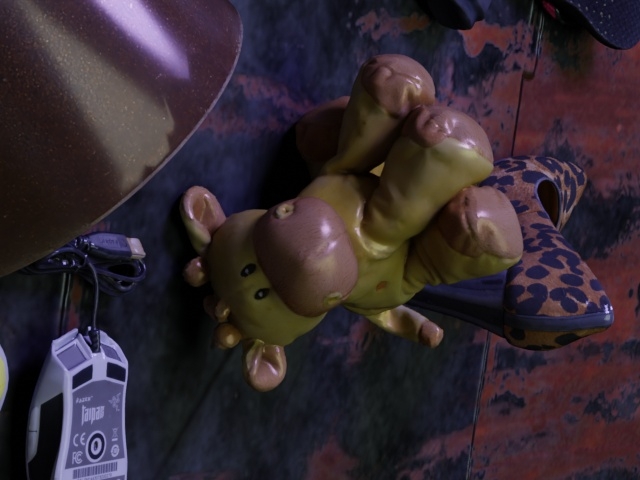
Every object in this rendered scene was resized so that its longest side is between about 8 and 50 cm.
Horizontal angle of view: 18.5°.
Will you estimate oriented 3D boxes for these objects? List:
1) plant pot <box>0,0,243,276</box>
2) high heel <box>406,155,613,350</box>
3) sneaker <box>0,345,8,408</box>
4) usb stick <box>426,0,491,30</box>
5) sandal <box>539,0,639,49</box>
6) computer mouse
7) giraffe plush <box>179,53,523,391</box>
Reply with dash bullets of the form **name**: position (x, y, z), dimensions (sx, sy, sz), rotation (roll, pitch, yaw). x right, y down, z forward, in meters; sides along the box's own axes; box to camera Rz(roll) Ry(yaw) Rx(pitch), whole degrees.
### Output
- **plant pot**: position (-0.188, -0.132, 0.935), dimensions (0.230, 0.215, 0.215), rotation (53, 57, -29)
- **high heel**: position (0.186, 0.008, 1.478), dimensions (0.261, 0.186, 0.093), rotation (-31, 125, -45)
- **sneaker**: position (-0.268, 0.180, 0.949), dimensions (0.384, 0.147, 0.145), rotation (-49, 134, -35)
- **usb stick**: position (0.145, -0.286, 1.449), dimensions (0.278, 0.045, 0.077), rotation (-65, 157, -15)
- **sandal**: position (0.195, -0.204, 1.560), dimensions (0.179, 0.040, 0.067), rotation (23, 76, -39)
- **computer mouse**: position (-0.150, 0.088, 1.175), dimensions (0.106, 0.042, 0.193), rotation (0, 95, -58)
- **giraffe plush**: position (0.000, 0.000, 1.278), dimensions (0.170, 0.181, 0.210), rotation (-21, 152, -38)
